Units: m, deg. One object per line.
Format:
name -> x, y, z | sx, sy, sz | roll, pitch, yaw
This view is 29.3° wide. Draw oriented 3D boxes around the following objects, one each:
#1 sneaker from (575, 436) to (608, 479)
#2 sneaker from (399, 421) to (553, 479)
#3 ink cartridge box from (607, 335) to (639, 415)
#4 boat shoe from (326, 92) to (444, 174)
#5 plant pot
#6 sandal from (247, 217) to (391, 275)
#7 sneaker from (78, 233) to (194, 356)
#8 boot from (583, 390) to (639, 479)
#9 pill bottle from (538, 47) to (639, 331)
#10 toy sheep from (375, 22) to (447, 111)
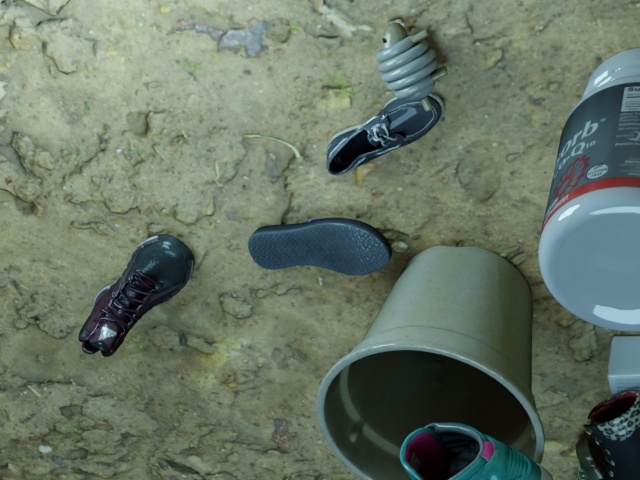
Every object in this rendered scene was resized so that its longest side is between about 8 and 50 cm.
sneaker -> 0.471, 0.422, 2.124 | 0.086, 0.064, 0.192 | -23, 120, 28
sneaker -> 0.158, 0.355, 1.728 | 0.295, 0.124, 0.178 | -35, 116, 29
ink cartridge box -> 0.550, 0.257, 1.941 | 0.154, 0.093, 0.212 | -3, 129, 22
boat shoe -> 0.091, -0.150, 1.787 | 0.206, 0.065, 0.075 | -24, 117, 34
plant pot -> 0.192, 0.180, 1.863 | 0.333, 0.305, 0.334 | 10, 131, 11
sandal -> -0.001, -0.001, 1.963 | 0.254, 0.054, 0.097 | 3, 122, 30
sneaker -> -0.324, 0.116, 2.094 | 0.106, 0.162, 0.281 | 36, 131, -11
boot -> 0.460, 0.341, 1.929 | 0.236, 0.085, 0.178 | -31, 110, 34
pill bottle -> 0.398, -0.076, 1.536 | 0.210, 0.363, 0.210 | 10, 131, 11
toy sheep -> 0.125, -0.239, 1.689 | 0.091, 0.091, 0.132 | -22, 100, 33
